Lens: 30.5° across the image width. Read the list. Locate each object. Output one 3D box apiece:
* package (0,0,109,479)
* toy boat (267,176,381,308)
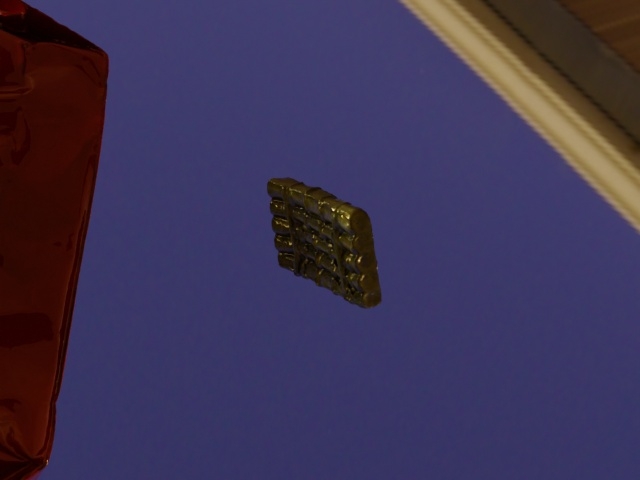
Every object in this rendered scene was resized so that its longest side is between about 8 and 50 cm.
[{"bbox_3d":[-0.239,0.043,0.801,0.123,0.196,0.424,13,-123,-17],"label":"package"},{"bbox_3d":[0.000,0.000,0.711,0.016,0.063,0.115,-16,-162,-23],"label":"toy boat"}]
